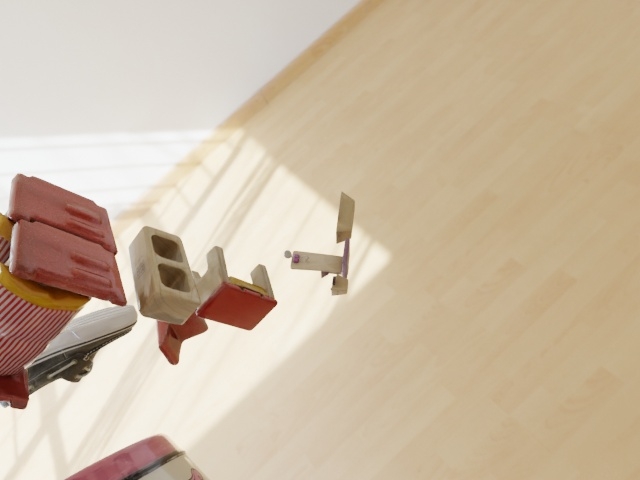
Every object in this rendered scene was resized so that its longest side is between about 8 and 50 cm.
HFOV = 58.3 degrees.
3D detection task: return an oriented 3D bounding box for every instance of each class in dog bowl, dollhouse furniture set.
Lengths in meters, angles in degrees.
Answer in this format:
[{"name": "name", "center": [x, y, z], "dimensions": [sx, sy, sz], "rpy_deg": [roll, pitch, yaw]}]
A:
[{"name": "dog bowl", "center": [-0.345, 0.434, 0.827], "dimensions": [0.408, 0.408, 0.150], "rpy_deg": [-34, 78, 6]}, {"name": "dollhouse furniture set", "center": [0.000, 0.000, 0.747], "dimensions": [0.081, 0.091, 0.114], "rpy_deg": [5, 58, 6]}, {"name": "dollhouse furniture set", "center": [-0.240, 0.095, 0.701], "dimensions": [0.201, 0.374, 0.152], "rpy_deg": [-45, 47, 19]}]

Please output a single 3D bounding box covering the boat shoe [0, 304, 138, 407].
[{"name": "boat shoe", "center": [-0.536, 0.244, 1.220], "dimensions": [0.335, 0.119, 0.121], "rpy_deg": [-23, 12, -4]}]
